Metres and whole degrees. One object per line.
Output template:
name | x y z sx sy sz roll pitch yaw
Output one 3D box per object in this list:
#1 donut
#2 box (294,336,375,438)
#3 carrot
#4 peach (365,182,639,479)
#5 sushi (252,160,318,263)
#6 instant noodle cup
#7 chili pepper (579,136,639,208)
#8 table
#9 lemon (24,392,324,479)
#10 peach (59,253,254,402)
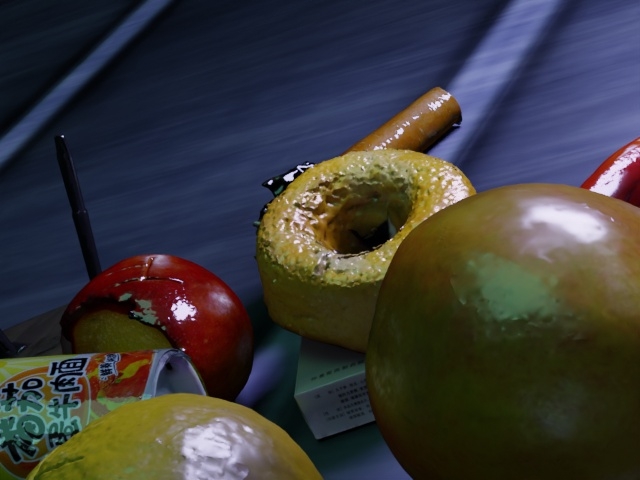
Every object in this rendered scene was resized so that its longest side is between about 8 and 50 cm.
donut | 0.055 0.009 1.756 0.253 0.118 0.253 -9 41 8
box | 0.106 0.091 1.757 0.260 0.062 0.175 -21 25 13
carrot | 0.083 -0.110 2.187 0.225 0.067 0.067 -38 27 -29
peach | 0.200 0.100 1.392 0.332 0.308 0.308 16 45 35
sushi | 0.000 0.000 1.944 0.115 0.147 0.212 -30 31 -20
instant noodle cup | -0.210 0.217 1.614 0.200 0.264 0.264 -9 27 13
chili pepper | 0.302 -0.004 1.752 0.137 0.092 0.368 13 49 28
table | -0.392 0.051 2.098 0.317 0.249 0.317 -21 24 10
lemon | -0.117 0.265 1.357 0.297 0.297 0.297 -21 24 10
peach | -0.173 0.112 1.842 0.190 0.196 0.226 -57 18 12
